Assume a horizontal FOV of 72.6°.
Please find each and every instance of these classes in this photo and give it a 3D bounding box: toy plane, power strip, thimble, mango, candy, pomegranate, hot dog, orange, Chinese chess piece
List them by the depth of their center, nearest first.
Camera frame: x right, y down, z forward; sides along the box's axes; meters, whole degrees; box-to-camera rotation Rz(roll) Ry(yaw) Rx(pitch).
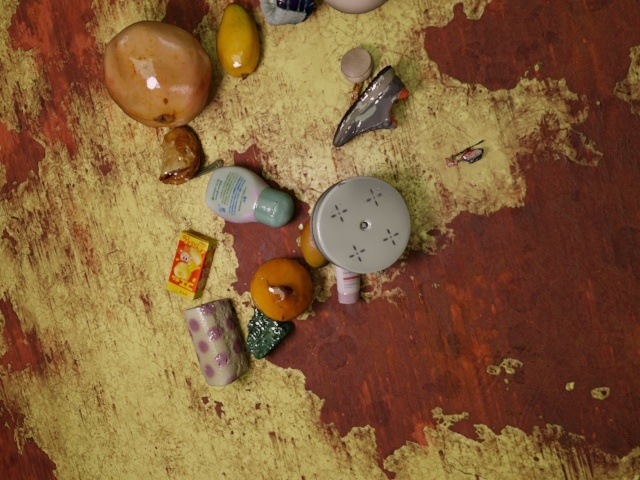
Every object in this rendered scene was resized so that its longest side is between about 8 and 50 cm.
[{"bbox_3d":[0.510,-0.293,1.519,0.145,0.037,0.060,-25,85,17],"label":"toy plane"},{"bbox_3d":[0.139,-0.044,1.536,0.357,0.161,0.357,-1,93,-11],"label":"power strip"},{"bbox_3d":[-0.126,-0.881,1.545,0.150,0.237,0.237,-15,93,-23],"label":"thimble"},{"bbox_3d":[0.133,-0.634,1.578,0.122,0.051,0.122,-2,85,17],"label":"Chinese chess piece"},{"bbox_3d":[0.132,-0.548,1.607,0.030,0.034,0.090,15,101,15],"label":"hot dog"},{"bbox_3d":[-0.606,-0.636,1.644,0.411,0.411,0.411,2,97,17],"label":"pomegranate"},{"bbox_3d":[-0.005,-0.004,1.667,0.151,0.120,0.221,27,105,11],"label":"mango"},{"bbox_3d":[-0.150,0.188,1.677,0.246,0.246,0.246,2,97,17],"label":"orange"},{"bbox_3d":[-0.321,-0.769,1.684,0.176,0.119,0.316,-5,86,20],"label":"mango"},{"bbox_3d":[-0.582,-0.344,1.805,0.175,0.114,0.259,-14,62,24],"label":"hot dog"},{"bbox_3d":[-0.552,0.105,1.868,0.146,0.088,0.276,20,101,13],"label":"candy"}]

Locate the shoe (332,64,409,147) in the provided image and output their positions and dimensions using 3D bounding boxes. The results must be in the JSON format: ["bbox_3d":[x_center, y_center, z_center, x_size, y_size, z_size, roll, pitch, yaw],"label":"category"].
[{"bbox_3d":[0.191,-0.443,1.565,0.171,0.132,0.336,36,118,-13],"label":"shoe"}]

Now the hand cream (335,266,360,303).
[{"bbox_3d":[0.109,0.112,1.662,0.083,0.133,0.248,12,108,54],"label":"hand cream"}]

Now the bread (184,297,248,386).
[{"bbox_3d":[-0.424,0.418,1.813,0.155,0.187,0.338,-15,91,26],"label":"bread"}]

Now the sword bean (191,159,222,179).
[{"bbox_3d":[-0.530,-0.287,1.843,0.269,0.038,0.043,-16,117,18],"label":"sword bean"}]

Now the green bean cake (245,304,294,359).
[{"bbox_3d":[-0.242,0.366,1.794,0.193,0.107,0.208,43,108,7],"label":"green bean cake"}]

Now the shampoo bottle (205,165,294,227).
[{"bbox_3d":[-0.268,-0.159,1.716,0.349,0.151,0.222,20,96,15],"label":"shampoo bottle"}]

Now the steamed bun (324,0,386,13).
[{"bbox_3d":[0.117,-0.946,1.476,0.324,0.206,0.324,2,98,16],"label":"steamed bun"}]
